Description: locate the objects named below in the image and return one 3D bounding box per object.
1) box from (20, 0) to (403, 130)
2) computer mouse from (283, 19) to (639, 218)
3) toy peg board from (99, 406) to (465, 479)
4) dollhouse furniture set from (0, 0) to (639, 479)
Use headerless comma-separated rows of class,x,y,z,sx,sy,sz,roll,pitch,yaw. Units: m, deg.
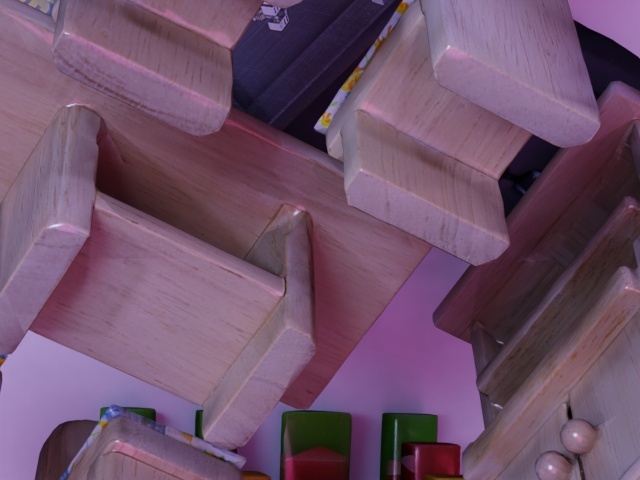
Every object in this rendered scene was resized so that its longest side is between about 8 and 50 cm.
box,-0.062,-0.145,0.600,0.231,0.056,0.183,45,109,-1
computer mouse,0.084,-0.055,0.658,0.262,0.060,0.184,36,128,-16
toy peg board,-0.011,0.099,0.676,0.161,0.160,0.079,2,87,-11
dollhouse furniture set,0.000,0.000,0.562,0.242,0.161,0.212,26,120,-18
